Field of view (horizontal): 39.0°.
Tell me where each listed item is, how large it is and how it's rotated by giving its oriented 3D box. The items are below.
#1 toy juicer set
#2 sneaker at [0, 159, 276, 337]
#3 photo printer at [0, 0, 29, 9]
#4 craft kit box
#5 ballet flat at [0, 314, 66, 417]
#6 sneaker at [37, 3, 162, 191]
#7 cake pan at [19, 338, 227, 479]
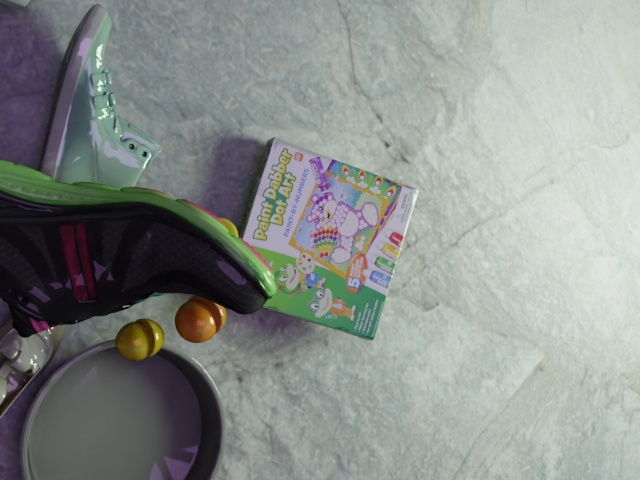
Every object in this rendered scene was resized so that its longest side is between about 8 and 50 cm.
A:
[{"bbox_3d":[-0.277,0.059,1.236,0.329,0.089,0.209,6,77,-12],"label":"toy juicer set"},{"bbox_3d":[-0.291,0.030,1.112,0.482,0.185,0.202,11,79,3],"label":"sneaker"},{"bbox_3d":[-0.397,-0.469,1.147,0.256,0.107,0.307,37,76,-23],"label":"photo printer"},{"bbox_3d":[0.000,0.000,1.381,0.246,0.061,0.250,18,85,-13],"label":"craft kit box"},{"bbox_3d":[-0.411,0.178,1.182,0.086,0.086,0.248,42,73,-23],"label":"ballet flat"},{"bbox_3d":[-0.282,-0.180,1.227,0.151,0.094,0.256,13,96,-22],"label":"sneaker"},{"bbox_3d":[-0.276,0.279,1.274,0.293,0.054,0.293,-1,93,-28],"label":"cake pan"}]
